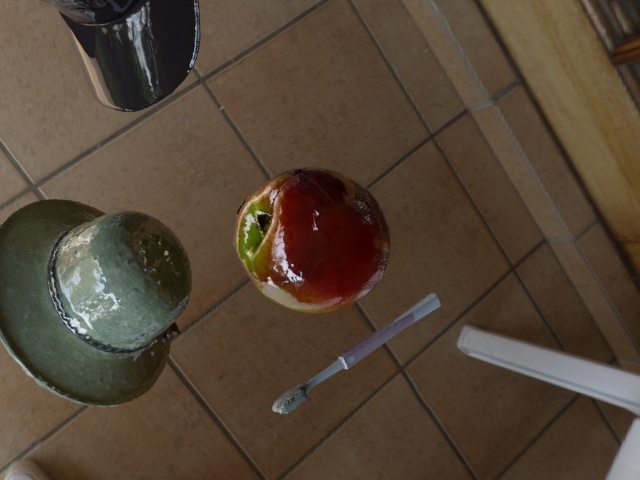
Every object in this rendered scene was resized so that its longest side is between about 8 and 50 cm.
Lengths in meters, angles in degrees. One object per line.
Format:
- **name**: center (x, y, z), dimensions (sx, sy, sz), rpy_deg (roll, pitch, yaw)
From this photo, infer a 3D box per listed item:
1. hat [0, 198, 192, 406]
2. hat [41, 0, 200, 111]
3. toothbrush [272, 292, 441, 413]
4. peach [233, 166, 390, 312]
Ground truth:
- **hat**: center (-0.222, 0.045, 0.722), dimensions (0.257, 0.130, 0.257), rpy_deg (42, 34, -37)
- **hat**: center (-0.231, -0.260, 0.504), dimensions (0.209, 0.238, 0.337), rpy_deg (-29, 126, -49)
- **toothbrush**: center (0.037, 0.102, 0.590), dimensions (0.194, 0.017, 0.014), rpy_deg (-30, 105, -25)
- **peach**: center (0.000, 0.000, 0.806), dimensions (0.197, 0.197, 0.198), rpy_deg (0, 90, -21)
